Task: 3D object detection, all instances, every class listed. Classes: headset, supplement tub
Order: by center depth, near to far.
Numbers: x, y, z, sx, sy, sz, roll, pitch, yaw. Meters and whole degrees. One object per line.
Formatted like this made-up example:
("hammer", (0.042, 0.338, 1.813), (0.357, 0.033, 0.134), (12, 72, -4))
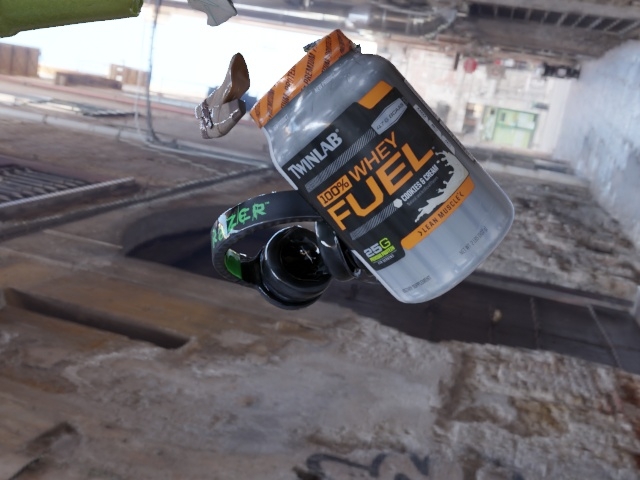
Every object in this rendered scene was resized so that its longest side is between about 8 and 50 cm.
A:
("supplement tub", (0.072, -0.091, 0.860), (0.193, 0.316, 0.193), (-43, 7, 7))
("headset", (0.000, 0.000, 1.139), (0.394, 0.243, 0.185), (23, -131, -44))

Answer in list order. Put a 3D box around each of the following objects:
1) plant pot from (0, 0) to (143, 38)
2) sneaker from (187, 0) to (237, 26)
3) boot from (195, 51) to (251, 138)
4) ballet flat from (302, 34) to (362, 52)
("plant pot", (-0.410, -0.437, 1.063), (0.276, 0.253, 0.276), (179, 90, -82))
("sneaker", (-0.202, -0.415, 1.130), (0.152, 0.061, 0.054), (49, -165, -32))
("boot", (-0.144, -0.205, 0.994), (0.042, 0.086, 0.119), (26, -126, -46))
("ballet flat", (0.024, -0.368, 1.303), (0.041, 0.114, 0.041), (-172, 90, -87))
